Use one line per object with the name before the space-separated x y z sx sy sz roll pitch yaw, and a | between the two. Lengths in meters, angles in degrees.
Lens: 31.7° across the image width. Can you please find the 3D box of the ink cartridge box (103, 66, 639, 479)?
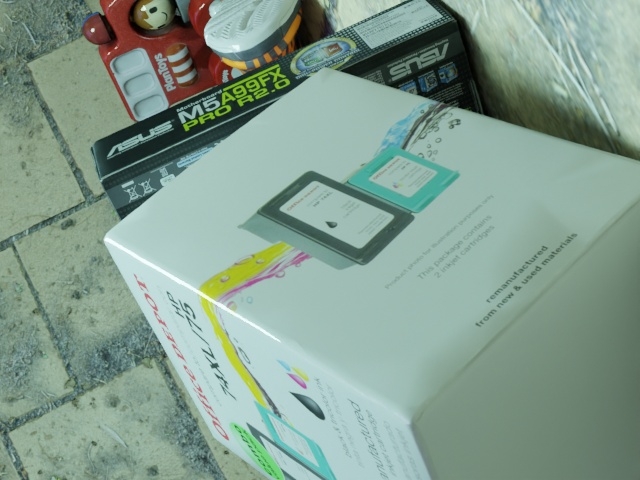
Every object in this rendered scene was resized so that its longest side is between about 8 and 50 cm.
ink cartridge box | 0.049 0.051 0.672 0.270 0.197 0.198 25 147 45

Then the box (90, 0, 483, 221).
box | -0.002 -0.029 0.839 0.060 0.270 0.216 -119 5 -55

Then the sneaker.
sneaker | -0.046 -0.214 1.354 0.180 0.125 0.321 61 -173 -19

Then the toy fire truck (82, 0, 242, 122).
toy fire truck | -0.237 -0.333 1.796 0.169 0.254 0.302 60 174 34
